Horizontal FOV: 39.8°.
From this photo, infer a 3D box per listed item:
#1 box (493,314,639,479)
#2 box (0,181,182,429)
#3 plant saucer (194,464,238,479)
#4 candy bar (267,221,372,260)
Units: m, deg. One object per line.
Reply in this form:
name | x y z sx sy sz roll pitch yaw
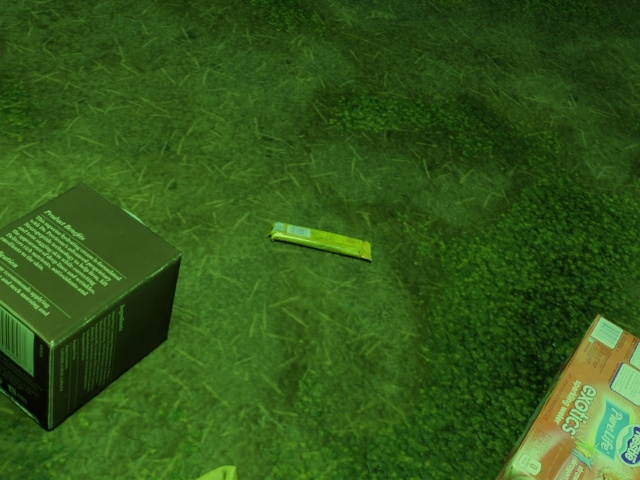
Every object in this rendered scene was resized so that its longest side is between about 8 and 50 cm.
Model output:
box | 0.330 0.254 1.085 0.154 0.142 0.300 32 45 15
box | -0.299 0.073 1.045 0.168 0.167 0.203 35 46 18
plant saucer | -0.192 0.369 0.677 0.081 0.332 0.333 50 19 -16
candy bar | 0.000 0.000 1.324 0.161 0.018 0.040 12 40 -6
